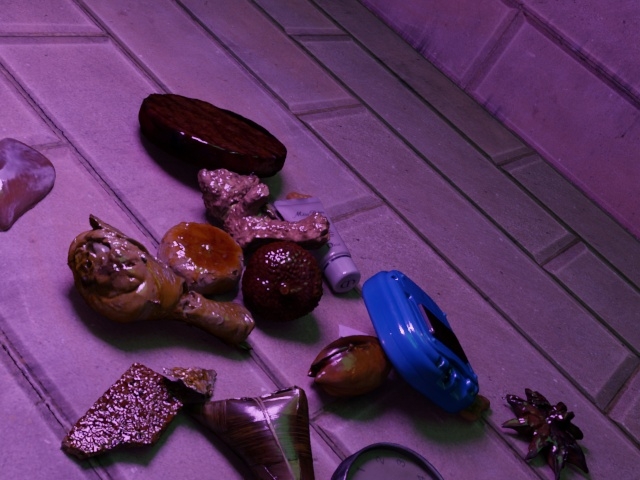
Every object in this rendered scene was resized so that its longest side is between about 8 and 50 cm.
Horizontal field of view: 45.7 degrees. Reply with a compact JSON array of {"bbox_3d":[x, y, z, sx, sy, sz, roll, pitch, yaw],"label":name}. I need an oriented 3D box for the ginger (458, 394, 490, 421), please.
[{"bbox_3d":[0.368,0.402,1.827,0.057,0.044,0.137,16,16,30],"label":"ginger"}]

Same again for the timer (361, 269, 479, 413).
[{"bbox_3d":[0.238,0.231,1.767,0.340,0.115,0.309,41,21,-41],"label":"timer"}]

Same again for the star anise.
[{"bbox_3d":[0.570,0.460,1.871,0.272,0.102,0.272,20,37,-16],"label":"star anise"}]

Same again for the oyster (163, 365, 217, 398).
[{"bbox_3d":[-0.239,0.268,1.433,0.146,0.045,0.121,39,5,-38],"label":"oyster"}]

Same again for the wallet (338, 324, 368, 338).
[{"bbox_3d":[0.080,0.229,1.825,0.083,0.011,0.044,21,35,-20],"label":"wallet"}]

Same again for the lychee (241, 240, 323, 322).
[{"bbox_3d":[-0.089,0.089,1.708,0.194,0.194,0.194,23,34,-17],"label":"lychee"}]

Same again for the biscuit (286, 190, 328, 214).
[{"bbox_3d":[-0.033,-0.071,2.105,0.133,0.027,0.184,20,35,-23],"label":"biscuit"}]

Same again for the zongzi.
[{"bbox_3d":[-0.130,0.396,1.370,0.241,0.111,0.247,-4,53,-7],"label":"zongzi"}]

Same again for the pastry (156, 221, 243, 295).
[{"bbox_3d":[-0.264,0.041,1.695,0.192,0.093,0.182,4,45,-39],"label":"pastry"}]

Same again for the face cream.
[{"bbox_3d":[0.000,0.000,1.987,0.143,0.089,0.314,-10,48,-30],"label":"face cream"}]

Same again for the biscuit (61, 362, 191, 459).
[{"bbox_3d":[-0.333,0.308,1.330,0.131,0.026,0.237,25,31,7],"label":"biscuit"}]

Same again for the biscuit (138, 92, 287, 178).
[{"bbox_3d":[-0.289,-0.274,2.031,0.407,0.091,0.407,21,20,-8],"label":"biscuit"}]

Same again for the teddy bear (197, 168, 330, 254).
[{"bbox_3d":[-0.135,-0.076,1.853,0.296,0.246,0.222,-10,78,-2],"label":"teddy bear"}]

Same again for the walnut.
[{"bbox_3d":[0.070,0.272,1.653,0.245,0.137,0.137,-4,48,-52],"label":"walnut"}]

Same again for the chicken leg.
[{"bbox_3d":[-0.306,0.111,1.529,0.429,0.153,0.201,27,24,-24],"label":"chicken leg"}]

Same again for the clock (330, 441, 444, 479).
[{"bbox_3d":[0.142,0.515,1.431,0.280,0.055,0.280,21,43,-21],"label":"clock"}]

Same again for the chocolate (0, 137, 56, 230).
[{"bbox_3d":[-0.659,-0.140,1.596,0.157,0.080,0.254,30,33,-6],"label":"chocolate"}]
